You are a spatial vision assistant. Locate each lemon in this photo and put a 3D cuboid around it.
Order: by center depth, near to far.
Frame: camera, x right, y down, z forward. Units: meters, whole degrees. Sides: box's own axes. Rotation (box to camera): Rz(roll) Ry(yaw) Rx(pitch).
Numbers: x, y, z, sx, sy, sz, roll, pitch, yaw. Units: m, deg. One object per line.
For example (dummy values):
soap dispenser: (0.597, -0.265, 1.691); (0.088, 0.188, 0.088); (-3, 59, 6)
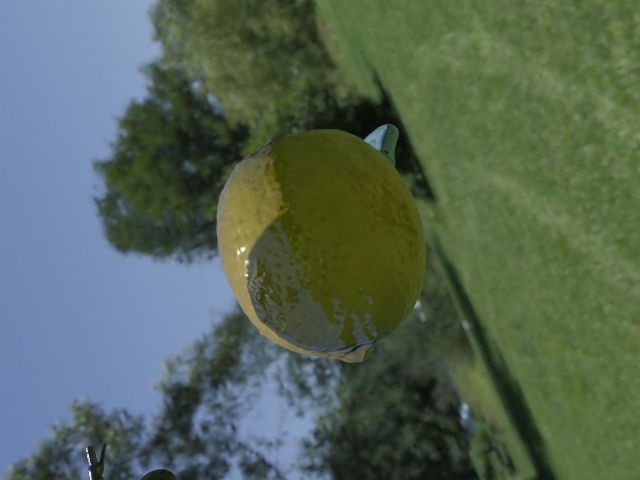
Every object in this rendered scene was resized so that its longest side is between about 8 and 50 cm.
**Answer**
lemon: (0.000, 0.003, 1.097); (0.180, 0.180, 0.193); (41, -126, -80)

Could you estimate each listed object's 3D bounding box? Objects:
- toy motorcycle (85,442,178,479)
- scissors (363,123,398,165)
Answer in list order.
toy motorcycle: (-0.201, 0.314, 1.169); (0.091, 0.263, 0.157); (22, -176, -33)
scissors: (-0.004, -0.041, 1.521); (0.029, 0.191, 0.360); (28, 172, -17)
